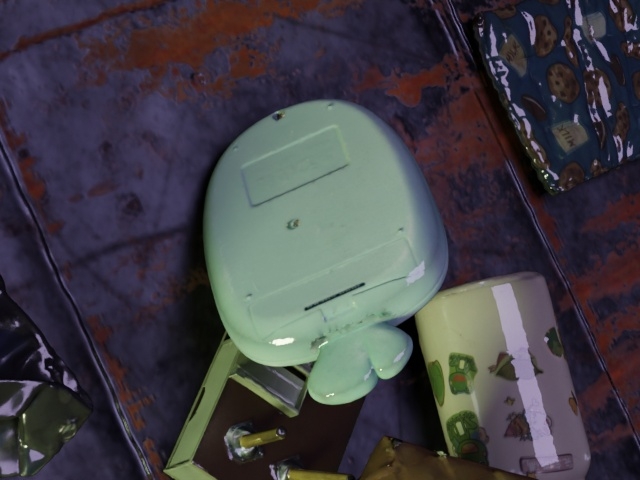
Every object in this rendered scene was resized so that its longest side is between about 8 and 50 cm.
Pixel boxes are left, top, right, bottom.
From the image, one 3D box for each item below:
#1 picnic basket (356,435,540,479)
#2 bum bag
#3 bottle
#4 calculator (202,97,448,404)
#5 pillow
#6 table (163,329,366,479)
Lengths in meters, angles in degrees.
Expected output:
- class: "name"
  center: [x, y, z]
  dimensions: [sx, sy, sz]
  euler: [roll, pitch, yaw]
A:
- class: "picnic basket"
  center: [0.126, 0.332, 1.376]
  dimensions: [0.321, 0.291, 0.254]
  euler: [85, 29, -47]
- class: "bum bag"
  center: [-0.284, 0.033, 1.269]
  dimensions: [0.137, 0.074, 0.310]
  euler: [-33, 90, -27]
- class: "bottle"
  center: [0.160, 0.159, 1.547]
  dimensions: [0.120, 0.120, 0.253]
  euler: [-8, 82, -39]
- class: "calculator"
  center: [0.000, 0.000, 1.409]
  dimensions: [0.042, 0.184, 0.295]
  euler: [60, 9, -46]
- class: "pillow"
  center: [0.259, -0.156, 1.780]
  dimensions: [0.256, 0.034, 0.189]
  euler: [-20, 88, -40]
- class: "table"
  center: [-0.004, 0.100, 1.440]
  dimensions: [0.121, 0.111, 0.240]
  euler: [37, 56, -22]
